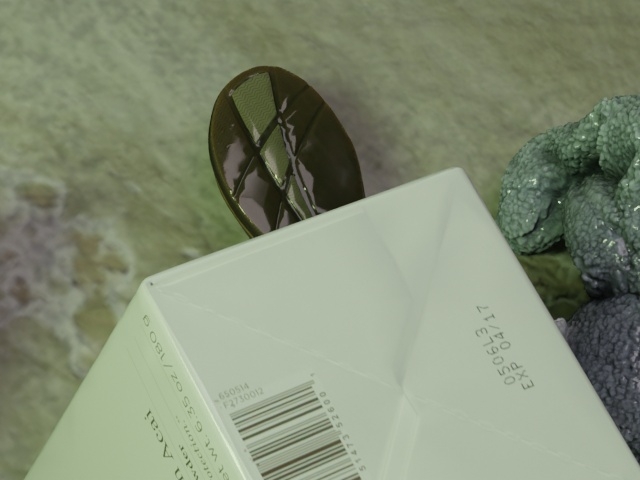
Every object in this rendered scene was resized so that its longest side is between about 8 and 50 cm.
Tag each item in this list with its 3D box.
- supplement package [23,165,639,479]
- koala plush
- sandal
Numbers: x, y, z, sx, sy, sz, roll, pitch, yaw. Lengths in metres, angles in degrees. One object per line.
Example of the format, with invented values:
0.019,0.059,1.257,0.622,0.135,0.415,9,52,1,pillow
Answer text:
-0.014,0.127,0.880,0.175,0.293,0.178,-21,72,-30,supplement package
0.196,0.045,1.084,0.196,0.203,0.221,24,69,-7,koala plush
0.000,0.000,1.099,0.090,0.060,0.219,-38,96,-26,sandal
